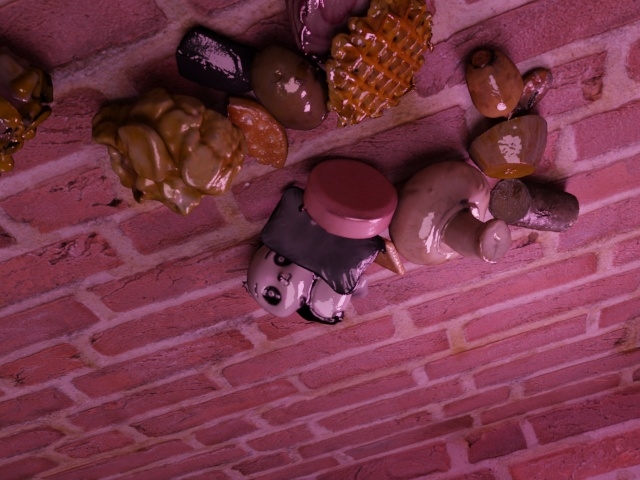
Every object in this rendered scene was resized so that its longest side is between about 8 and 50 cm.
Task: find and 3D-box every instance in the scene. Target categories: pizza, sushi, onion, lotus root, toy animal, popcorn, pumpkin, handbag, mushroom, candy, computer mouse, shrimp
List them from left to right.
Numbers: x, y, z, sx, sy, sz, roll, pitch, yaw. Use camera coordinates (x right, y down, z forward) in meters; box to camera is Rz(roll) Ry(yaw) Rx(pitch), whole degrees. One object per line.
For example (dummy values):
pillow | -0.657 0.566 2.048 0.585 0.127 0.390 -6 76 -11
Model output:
sushi | -0.722 -0.248 1.159 0.329 0.327 0.285 -40 141 25
popcorn | -0.326 -0.211 1.316 0.334 0.293 0.292 -12 110 42
computer mouse | -0.211 -0.388 1.297 0.217 0.073 0.122 13 129 -24
pizza | -0.152 -0.270 1.442 0.127 0.058 0.246 -35 134 21
toy animal | -0.067 0.119 1.749 0.310 0.250 0.251 22 128 -16
handbag | 0.002 0.002 1.589 0.191 0.332 0.075 -59 167 5
onion | 0.050 -0.532 1.169 0.280 0.146 0.314 -25 148 -27
candy | 0.071 -0.111 1.522 0.256 0.255 0.094 3 135 -15
mushroom | 0.330 -0.075 1.587 0.315 0.315 0.356 -10 175 -2
lotus root | 0.432 -0.368 1.429 0.125 0.118 0.221 -18 133 32
pumpkin | 0.512 -0.229 1.562 0.218 0.110 0.217 -13 164 -4
shrimp | 0.533 -0.357 1.516 0.101 0.042 0.190 0 135 -23

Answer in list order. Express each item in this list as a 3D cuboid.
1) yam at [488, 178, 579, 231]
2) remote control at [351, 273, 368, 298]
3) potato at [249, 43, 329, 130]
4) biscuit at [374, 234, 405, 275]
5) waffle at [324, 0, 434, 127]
yam | 0.644 -0.098 1.736 0.255 0.154 0.154 11 132 -19
remote control | 0.004 0.173 1.939 0.313 0.055 0.109 -7 136 -5
potato | -0.055 -0.331 1.295 0.165 0.164 0.262 -29 155 17
biscuit | 0.133 0.008 1.686 0.030 0.250 0.160 -48 137 -15
waffle | 0.135 -0.392 1.283 0.302 0.068 0.325 -33 153 -22
